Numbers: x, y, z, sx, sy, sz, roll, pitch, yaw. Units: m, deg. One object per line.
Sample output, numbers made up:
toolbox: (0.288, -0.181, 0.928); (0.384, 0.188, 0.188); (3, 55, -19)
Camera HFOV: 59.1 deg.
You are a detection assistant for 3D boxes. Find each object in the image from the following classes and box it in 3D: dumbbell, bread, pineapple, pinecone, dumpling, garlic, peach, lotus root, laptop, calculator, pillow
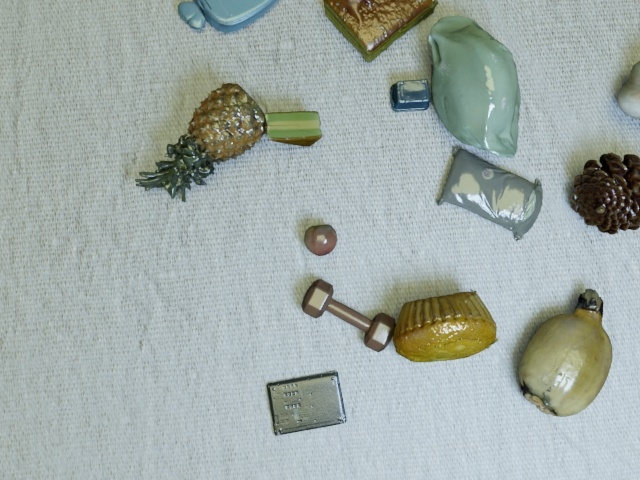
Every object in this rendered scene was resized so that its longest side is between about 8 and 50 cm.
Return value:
dumbbell: (0.067, 0.179, 1.356); (0.230, 0.092, 0.082); (28, 114, 1)
bread: (0.278, 0.200, 1.294); (0.239, 0.240, 0.139); (-8, 68, -2)
bread: (-0.077, -0.265, 1.358); (0.139, 0.084, 0.074); (-9, 86, -23)
pineapple: (-0.287, -0.215, 1.339); (0.340, 0.169, 0.169); (-41, 88, -1)
pinecone: (0.714, -0.119, 1.345); (0.207, 0.208, 0.208); (0, 86, -1)
dumpling: (0.367, -0.371, 1.351); (0.211, 0.270, 0.321); (3, 111, 21)
garlic: (0.868, -0.364, 1.353); (0.280, 0.203, 0.185); (-16, 106, -6)
bread: (0.150, -0.586, 1.392); (0.234, 0.110, 0.184); (-39, 89, -4)
peach: (0.002, -0.001, 1.367); (0.083, 0.083, 0.083); (0, 86, -1)
lotus root: (0.589, 0.260, 1.326); (0.182, 0.183, 0.310); (32, 81, 1)
laptop: (-0.034, 0.396, 1.374); (0.180, 0.016, 0.129); (-10, 87, -3)
calculator: (-0.218, -0.633, 1.421); (0.302, 0.042, 0.188); (-34, 89, -6)
pillow: (0.425, -0.115, 1.395); (0.254, 0.059, 0.169); (23, 89, -1)

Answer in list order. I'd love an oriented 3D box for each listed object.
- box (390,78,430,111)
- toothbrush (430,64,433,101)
box: (0.227, -0.365, 1.408); (0.099, 0.054, 0.074); (-4, 85, -1)
toothbrush: (0.284, -0.400, 1.435); (0.008, 0.006, 0.097); (1, 86, -13)
